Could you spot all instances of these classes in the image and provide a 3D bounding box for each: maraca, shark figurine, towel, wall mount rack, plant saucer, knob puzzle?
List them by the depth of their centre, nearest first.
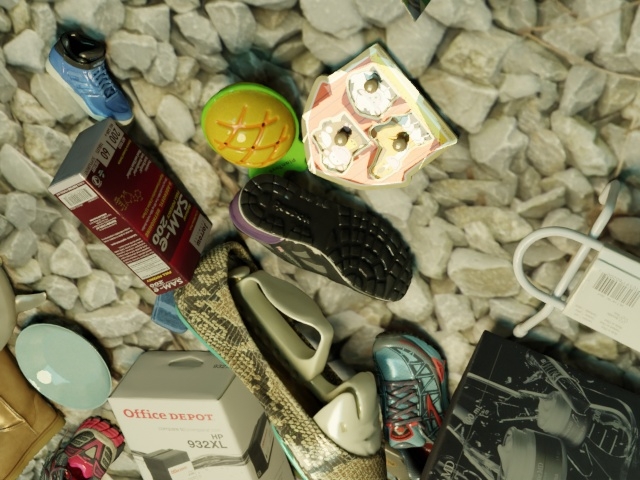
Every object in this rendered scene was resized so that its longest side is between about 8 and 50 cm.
[{"bbox_3d":[0.406,0.096,1.420,0.350,0.130,0.304,27,125,5],"label":"wall mount rack"},{"bbox_3d":[0.056,-0.143,1.444,0.213,0.030,0.213,6,119,12],"label":"knob puzzle"},{"bbox_3d":[-0.085,-0.145,1.483,0.127,0.099,0.185,-24,134,19],"label":"maraca"},{"bbox_3d":[-0.237,0.100,1.757,0.067,0.029,0.119,25,128,5],"label":"towel"},{"bbox_3d":[-0.591,0.074,1.838,0.166,0.116,0.278,-18,109,25],"label":"shark figurine"},{"bbox_3d":[-0.452,0.217,1.926,0.195,0.037,0.195,12,127,16],"label":"plant saucer"}]

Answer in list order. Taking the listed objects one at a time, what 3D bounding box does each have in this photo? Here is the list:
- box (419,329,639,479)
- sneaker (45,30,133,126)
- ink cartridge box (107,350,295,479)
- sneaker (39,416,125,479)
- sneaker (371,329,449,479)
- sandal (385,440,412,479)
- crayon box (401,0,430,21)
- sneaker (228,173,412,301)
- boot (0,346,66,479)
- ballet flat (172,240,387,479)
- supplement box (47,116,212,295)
[{"bbox_3d":[0.298,0.351,1.480,0.313,0.343,0.179,22,140,8],"label":"box"},{"bbox_3d":[-0.322,-0.235,1.545,0.152,0.058,0.084,43,137,0],"label":"sneaker"},{"bbox_3d":[-0.197,0.350,1.846,0.223,0.129,0.307,-2,121,26],"label":"ink cartridge box"},{"bbox_3d":[-0.481,0.451,2.052,0.121,0.112,0.299,34,130,-1],"label":"sneaker"},{"bbox_3d":[0.143,0.258,1.637,0.104,0.125,0.262,-10,118,28],"label":"sneaker"},{"bbox_3d":[0.155,0.385,1.761,0.219,0.060,0.090,22,128,9],"label":"sandal"},{"bbox_3d":[0.073,-0.421,1.153,0.083,0.203,0.323,-23,111,34],"label":"crayon box"},{"bbox_3d":[0.000,0.000,1.562,0.283,0.107,0.124,31,160,-10],"label":"sneaker"},{"bbox_3d":[-0.625,0.306,1.951,0.089,0.236,0.269,-12,121,49],"label":"boot"},{"bbox_3d":[-0.028,0.199,1.602,0.483,0.164,0.182,50,120,10],"label":"ballet flat"},{"bbox_3d":[-0.272,-0.047,1.576,0.073,0.130,0.239,-20,126,32],"label":"supplement box"}]
